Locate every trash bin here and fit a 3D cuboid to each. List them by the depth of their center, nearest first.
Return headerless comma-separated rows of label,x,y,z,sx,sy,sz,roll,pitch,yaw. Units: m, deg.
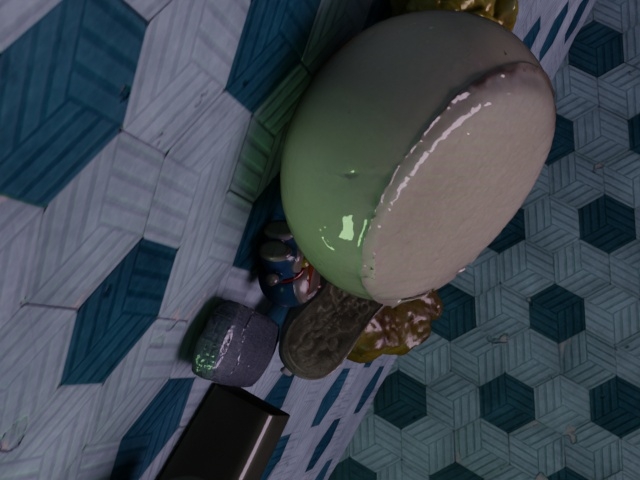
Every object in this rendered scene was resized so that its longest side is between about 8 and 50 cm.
trash bin,-0.156,0.348,1.530,0.240,0.122,0.164,-62,167,-5

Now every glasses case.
glasses case,-0.111,0.145,1.382,0.282,0.067,0.109,42,70,-75

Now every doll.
doll,-0.046,0.037,1.371,0.152,0.085,0.114,77,24,-55

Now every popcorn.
popcorn,0.166,-0.295,1.342,0.168,0.173,0.195,-14,175,-21

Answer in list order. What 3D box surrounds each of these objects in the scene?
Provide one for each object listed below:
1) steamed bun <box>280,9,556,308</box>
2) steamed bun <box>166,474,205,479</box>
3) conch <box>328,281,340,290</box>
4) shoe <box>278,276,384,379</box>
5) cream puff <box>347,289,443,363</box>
steamed bun,0.100,-0.115,1.224,0.374,0.241,0.374,-37,152,-24
steamed bun,-0.228,0.502,1.216,0.255,0.342,0.368,5,122,-48
conch,0.035,-0.016,1.430,0.130,0.207,0.155,-5,160,-29
shoe,0.025,0.093,1.574,0.316,0.124,0.159,-53,-176,-27
cream puff,0.082,0.076,1.756,0.282,0.185,0.282,1,88,-40
